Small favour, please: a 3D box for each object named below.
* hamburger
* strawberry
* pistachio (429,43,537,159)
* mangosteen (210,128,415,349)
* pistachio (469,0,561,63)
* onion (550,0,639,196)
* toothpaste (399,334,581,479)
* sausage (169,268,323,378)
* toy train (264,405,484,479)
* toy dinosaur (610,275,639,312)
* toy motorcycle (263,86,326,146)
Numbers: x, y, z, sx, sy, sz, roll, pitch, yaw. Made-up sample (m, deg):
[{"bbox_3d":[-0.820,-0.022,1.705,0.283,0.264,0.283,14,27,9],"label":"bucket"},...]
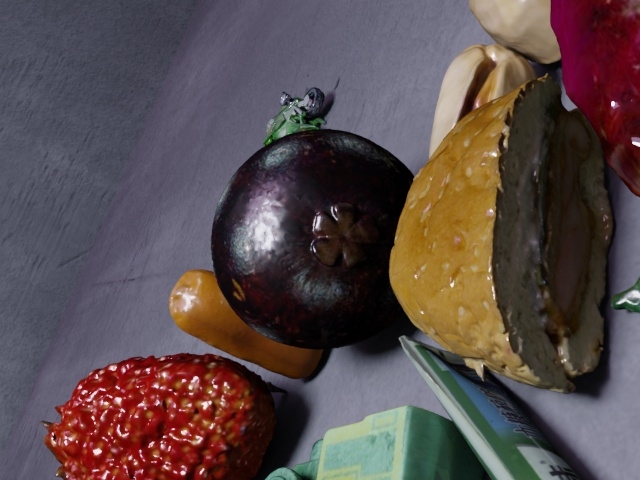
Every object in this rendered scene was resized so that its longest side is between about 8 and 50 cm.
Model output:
[{"bbox_3d":[0.165,0.008,0.919,0.209,0.162,0.330,-30,43,47],"label":"hamburger"},{"bbox_3d":[-0.192,0.277,1.278,0.343,0.292,0.292,-24,37,18],"label":"strawberry"},{"bbox_3d":[0.195,-0.139,1.091,0.145,0.117,0.200,67,-145,-71],"label":"pistachio"},{"bbox_3d":[0.000,0.000,1.135,0.288,0.288,0.288,-45,28,33],"label":"mangosteen"},{"bbox_3d":[0.261,-0.290,1.092,0.157,0.157,0.229,-59,11,4],"label":"pistachio"},{"bbox_3d":[0.373,-0.180,0.593,0.398,0.398,0.420,-42,-12,38],"label":"onion"},{"bbox_3d":[0.176,0.191,0.796,0.061,0.099,0.392,-62,26,15],"label":"toothpaste"},{"bbox_3d":[-0.094,0.111,1.225,0.098,0.238,0.098,-41,34,35],"label":"sausage"},{"bbox_3d":[0.025,0.354,0.853,0.237,0.150,0.369,-26,43,44],"label":"toy train"},{"bbox_3d":[0.361,-0.177,0.843,0.447,0.087,0.301,-48,38,18],"label":"toy dinosaur"},{"bbox_3d":[-0.055,-0.216,1.723,0.190,0.074,0.106,-25,52,52],"label":"toy motorcycle"}]
